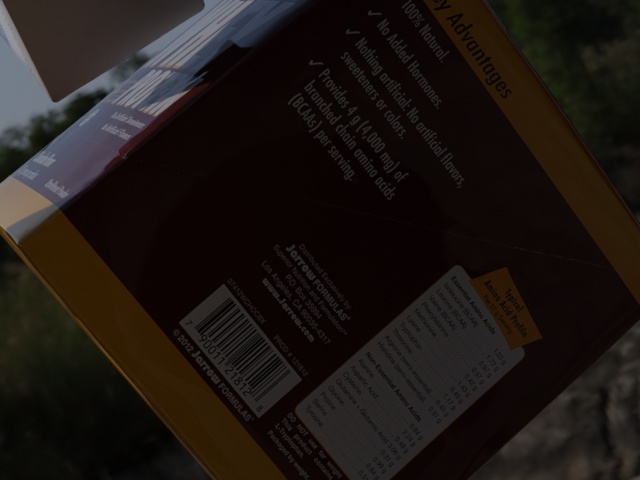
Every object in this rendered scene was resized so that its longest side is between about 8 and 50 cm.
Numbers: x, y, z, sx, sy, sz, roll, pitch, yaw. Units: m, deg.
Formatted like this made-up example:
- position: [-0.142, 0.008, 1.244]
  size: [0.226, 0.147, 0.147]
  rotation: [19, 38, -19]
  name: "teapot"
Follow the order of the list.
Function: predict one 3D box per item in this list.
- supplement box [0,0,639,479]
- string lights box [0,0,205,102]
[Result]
- position: [0.000, 0.000, 0.634]
  size: [0.194, 0.191, 0.129]
  rotation: [-41, 18, -10]
  name: "supplement box"
- position: [-0.155, -0.190, 0.599]
  size: [0.077, 0.259, 0.133]
  rotation: [-35, -28, -12]
  name: "string lights box"
